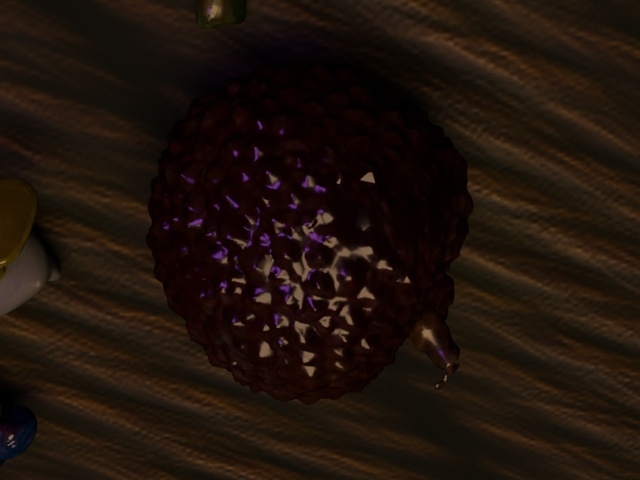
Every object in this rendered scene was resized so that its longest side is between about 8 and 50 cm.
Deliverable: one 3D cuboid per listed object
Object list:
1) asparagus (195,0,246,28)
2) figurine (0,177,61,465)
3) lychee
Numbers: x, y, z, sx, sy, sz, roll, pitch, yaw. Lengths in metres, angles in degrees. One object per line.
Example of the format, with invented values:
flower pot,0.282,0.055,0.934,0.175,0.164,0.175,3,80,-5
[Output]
asparagus,-0.075,-0.247,1.175,0.045,0.041,0.178,-5,124,-11
figurine,-0.338,0.109,1.321,0.283,0.204,0.338,-30,139,-14
lychee,0.000,0.000,1.225,0.300,0.264,0.264,43,114,-7
